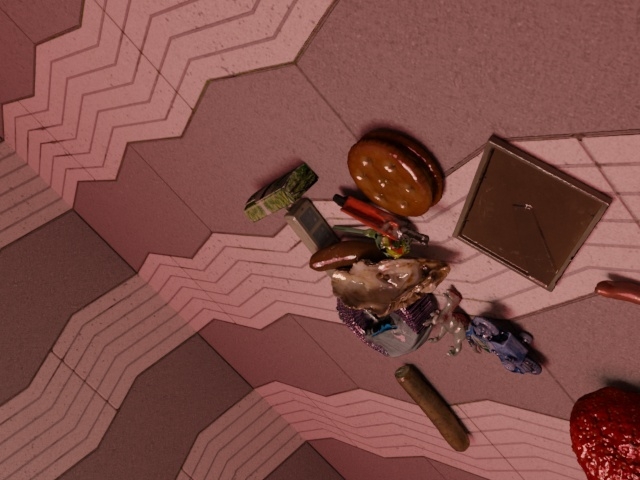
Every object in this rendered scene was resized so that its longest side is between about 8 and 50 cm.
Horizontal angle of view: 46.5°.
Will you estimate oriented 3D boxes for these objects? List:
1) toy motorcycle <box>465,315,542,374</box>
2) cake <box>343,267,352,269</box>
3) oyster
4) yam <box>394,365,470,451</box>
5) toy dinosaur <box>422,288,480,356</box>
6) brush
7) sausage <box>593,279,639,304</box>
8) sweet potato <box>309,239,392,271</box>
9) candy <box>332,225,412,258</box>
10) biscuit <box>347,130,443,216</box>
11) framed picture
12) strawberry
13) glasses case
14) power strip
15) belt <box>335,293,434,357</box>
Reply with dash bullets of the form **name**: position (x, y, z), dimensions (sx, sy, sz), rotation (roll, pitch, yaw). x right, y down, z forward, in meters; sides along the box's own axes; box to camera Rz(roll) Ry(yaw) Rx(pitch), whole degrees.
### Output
- **toy motorcycle**: position (0.439, 0.256, 1.824), dimensions (0.254, 0.092, 0.135), rotation (41, 164, -24)
- **cake**: position (0.099, 0.064, 1.969), dimensions (0.084, 0.084, 0.044), rotation (10, 139, 45)
- **oyster**: position (0.177, 0.103, 1.816), dimensions (0.341, 0.166, 0.110), rotation (-25, 150, 31)
- **yam**: position (0.361, 0.536, 2.366), dimensions (0.083, 0.083, 0.371), rotation (-2, 133, 53)
- **toy dinosaur**: position (0.359, 0.226, 1.912), dimensions (0.242, 0.167, 0.053), rotation (29, -156, -26)
- **brush**: position (0.132, -0.045, 1.706), dimensions (0.070, 0.051, 0.323), rotation (31, 178, -39)
- **sausage**: position (0.614, 0.112, 1.414), dimensions (0.176, 0.047, 0.040), rotation (20, 160, 30)
- **sweet potato**: position (0.087, 0.032, 1.913), dimensions (0.243, 0.077, 0.077), rotation (-12, 130, 22)
- **candy**: position (0.118, -0.012, 1.849), dimensions (0.305, 0.083, 0.091), rotation (8, 110, 57)
- **biscuit**: position (0.158, -0.141, 1.595), dimensions (0.220, 0.066, 0.220), rotation (32, 153, 18)
- **framed picture**: position (0.403, -0.042, 1.477), dimensions (0.247, 0.022, 0.335), rotation (31, 152, 16)
- **strawberry**: position (0.686, 0.455, 1.661), dimensions (0.277, 0.257, 0.257), rotation (50, 156, 14)
- **glasses case**: position (-0.112, -0.121, 1.937), dimensions (0.062, 0.095, 0.272), rotation (50, 152, -10)
- **power strip**: position (0.000, -0.001, 1.999), dimensions (0.052, 0.078, 0.272), rotation (-3, 131, 52)
- **belt**: position (0.178, 0.192, 2.027), dimensions (0.260, 0.122, 0.325), rotation (49, 150, -4)
